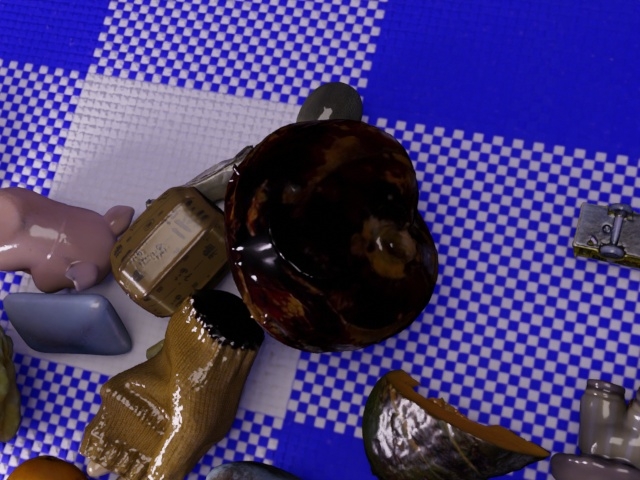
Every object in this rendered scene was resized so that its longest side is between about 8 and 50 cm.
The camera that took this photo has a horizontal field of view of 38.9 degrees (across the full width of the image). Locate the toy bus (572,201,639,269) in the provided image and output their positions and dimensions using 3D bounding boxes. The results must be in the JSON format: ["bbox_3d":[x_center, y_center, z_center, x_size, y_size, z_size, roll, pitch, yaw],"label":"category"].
[{"bbox_3d":[0.477,0.003,1.290,0.226,0.074,0.081,11,79,14],"label":"toy bus"}]

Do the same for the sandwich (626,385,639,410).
[{"bbox_3d":[0.464,0.217,1.258,0.067,0.029,0.135,20,81,22],"label":"sandwich"}]

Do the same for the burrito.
[{"bbox_3d":[-0.177,-0.093,1.462,0.229,0.063,0.058,-21,44,8],"label":"burrito"}]

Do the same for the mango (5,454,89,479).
[{"bbox_3d":[-0.390,0.426,1.347,0.144,0.112,0.219,-28,83,3],"label":"mango"}]

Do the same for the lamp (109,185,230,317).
[{"bbox_3d":[-0.219,0.019,1.391,0.185,0.161,0.161,-44,71,0],"label":"lamp"}]

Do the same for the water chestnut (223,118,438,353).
[{"bbox_3d":[0.000,0.000,1.300,0.335,0.347,0.336,7,72,-23],"label":"water chestnut"}]

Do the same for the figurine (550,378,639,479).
[{"bbox_3d":[0.359,0.370,1.149,0.248,0.203,0.381,12,77,19],"label":"figurine"}]

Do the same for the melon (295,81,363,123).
[{"bbox_3d":[0.012,-0.189,1.428,0.098,0.098,0.131,33,85,18],"label":"melon"}]

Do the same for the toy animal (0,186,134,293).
[{"bbox_3d":[-0.438,-0.004,1.445,0.250,0.154,0.167,12,70,12],"label":"toy animal"}]

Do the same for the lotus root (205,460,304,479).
[{"bbox_3d":[-0.024,0.412,1.243,0.322,0.158,0.140,26,107,12],"label":"lotus root"}]

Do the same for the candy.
[{"bbox_3d":[-0.393,0.132,1.410,0.174,0.138,0.071,1,51,13],"label":"candy"}]

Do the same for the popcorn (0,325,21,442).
[{"bbox_3d":[-0.586,0.213,1.356,0.335,0.274,0.279,-9,53,38],"label":"popcorn"}]

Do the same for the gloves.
[{"bbox_3d":[-0.206,0.239,1.324,0.356,0.155,0.203,-52,52,11],"label":"gloves"}]

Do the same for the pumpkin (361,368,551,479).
[{"bbox_3d":[0.144,0.295,1.223,0.278,0.111,0.163,24,98,35],"label":"pumpkin"}]

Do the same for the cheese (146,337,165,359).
[{"bbox_3d":[-0.234,0.164,1.414,0.083,0.044,0.030,-29,87,1],"label":"cheese"}]
